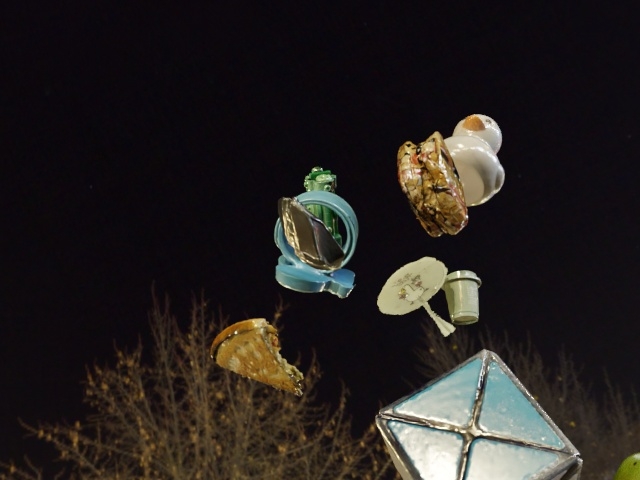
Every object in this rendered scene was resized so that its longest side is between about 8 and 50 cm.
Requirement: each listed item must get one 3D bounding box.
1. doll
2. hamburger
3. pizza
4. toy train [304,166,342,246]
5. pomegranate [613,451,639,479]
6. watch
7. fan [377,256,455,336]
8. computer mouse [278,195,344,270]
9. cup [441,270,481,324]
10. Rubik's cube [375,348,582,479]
[{"bbox_3d":[0.410,-0.226,1.627,0.221,0.221,0.251,-20,-47,-5],"label":"doll"},{"bbox_3d":[0.243,-0.113,1.265,0.107,0.230,0.231,-21,-41,19],"label":"hamburger"},{"bbox_3d":[-0.154,0.302,1.618,0.288,0.074,0.251,22,-41,0],"label":"pizza"},{"bbox_3d":[0.005,-0.072,1.331,0.071,0.104,0.178,-9,-71,-13],"label":"toy train"},{"bbox_3d":[0.390,0.314,0.707,0.142,0.114,0.114,-2,-48,-19],"label":"pomegranate"},{"bbox_3d":[0.000,0.000,1.251,0.211,0.211,0.193,5,-70,-28],"label":"watch"},{"bbox_3d":[0.284,0.168,1.683,0.233,0.414,0.012,-37,-67,5],"label":"fan"},{"bbox_3d":[-0.024,-0.002,1.081,0.062,0.106,0.192,-47,-48,-13],"label":"computer mouse"},{"bbox_3d":[0.427,0.174,1.777,0.120,0.141,0.120,-3,-28,-2],"label":"cup"},{"bbox_3d":[0.281,0.394,1.061,0.259,0.260,0.254,-31,-42,-7],"label":"Rubik's cube"}]
